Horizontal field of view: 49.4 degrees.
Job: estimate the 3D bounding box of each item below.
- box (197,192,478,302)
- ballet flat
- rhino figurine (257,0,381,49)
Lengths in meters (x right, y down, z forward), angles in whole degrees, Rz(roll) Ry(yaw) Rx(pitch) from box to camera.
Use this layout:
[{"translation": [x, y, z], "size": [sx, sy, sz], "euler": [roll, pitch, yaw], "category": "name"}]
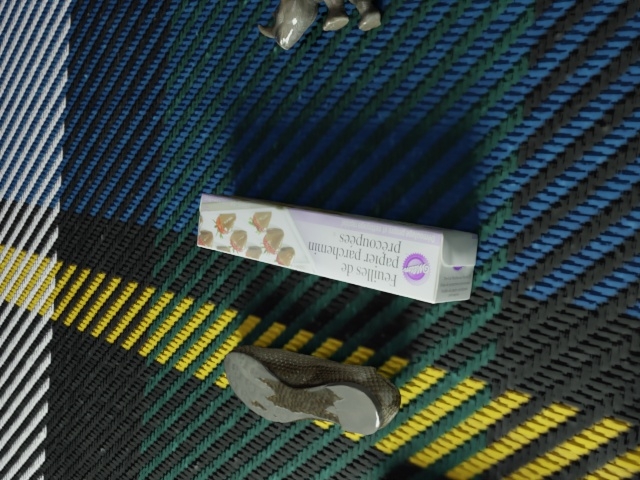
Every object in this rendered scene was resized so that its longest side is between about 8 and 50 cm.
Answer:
[{"translation": [0.000, 0.000, 0.709], "size": [0.324, 0.067, 0.063], "euler": [11, 98, 42], "category": "box"}, {"translation": [-0.014, 0.150, 0.735], "size": [0.250, 0.058, 0.084], "euler": [-3, 110, 47], "category": "ballet flat"}, {"translation": [0.023, -0.261, 0.683], "size": [0.243, 0.073, 0.106], "euler": [-18, 82, 41], "category": "rhino figurine"}]
